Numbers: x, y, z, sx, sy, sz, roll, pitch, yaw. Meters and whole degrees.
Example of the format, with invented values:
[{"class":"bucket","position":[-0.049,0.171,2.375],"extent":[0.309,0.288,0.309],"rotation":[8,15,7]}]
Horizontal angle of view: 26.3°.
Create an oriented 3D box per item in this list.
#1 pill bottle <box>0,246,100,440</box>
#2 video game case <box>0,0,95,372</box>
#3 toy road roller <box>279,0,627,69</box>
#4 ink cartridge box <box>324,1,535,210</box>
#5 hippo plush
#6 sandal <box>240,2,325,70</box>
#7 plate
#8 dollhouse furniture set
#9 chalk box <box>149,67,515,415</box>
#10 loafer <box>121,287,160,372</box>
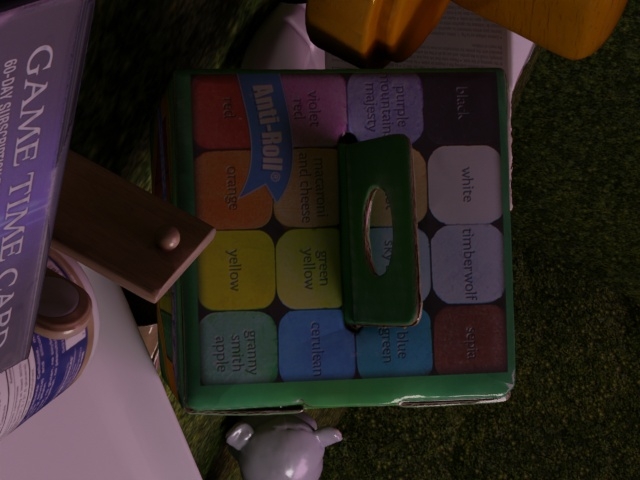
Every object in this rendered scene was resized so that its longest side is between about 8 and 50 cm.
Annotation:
[{"class":"pill bottle","position":[-0.180,0.059,0.629],"extent":[0.094,0.094,0.169],"rotation":[-65,170,23]},{"class":"video game case","position":[-0.195,0.027,0.425],"extent":[0.274,0.026,0.196],"rotation":[-30,152,-41]},{"class":"toy road roller","position":[0.088,-0.242,0.730],"extent":[0.329,0.241,0.202],"rotation":[-61,171,-3]},{"class":"ink cartridge box","position":[0.076,-0.145,0.924],"extent":[0.056,0.181,0.224],"rotation":[-17,110,-39]},{"class":"hippo plush","position":[-0.086,0.339,1.800],"extent":[0.294,0.234,0.236],"rotation":[-118,-157,-74]},{"class":"sandal","position":[0.038,-0.146,1.153],"extent":[0.102,0.169,0.416],"rotation":[-17,-167,35]},{"class":"plate","position":[-0.157,0.162,0.784],"extent":[0.045,0.277,0.278],"rotation":[-17,-169,25]},{"class":"dollhouse furniture set","position":[-0.117,-0.042,0.575],"extent":[0.144,0.123,0.151],"rotation":[-52,167,-46]},{"class":"chalk box","position":[0.000,0.000,0.767],"extent":[0.289,0.179,0.180],"rotation":[165,-77,-81]},{"class":"loafer","position":[-0.141,0.066,1.007],"extent":[0.050,0.056,0.148],"rotation":[5,103,-79]}]
